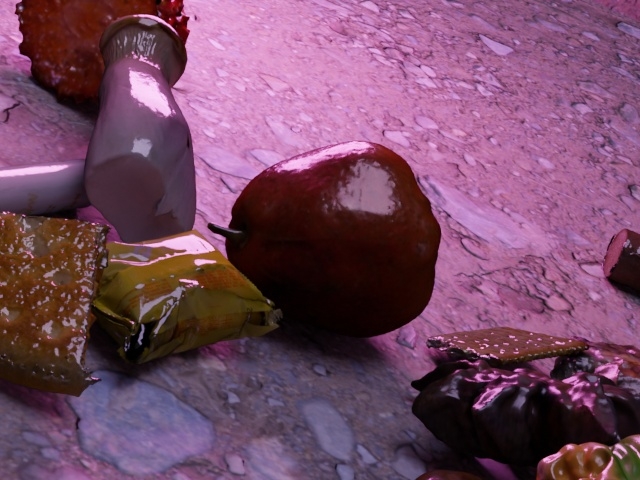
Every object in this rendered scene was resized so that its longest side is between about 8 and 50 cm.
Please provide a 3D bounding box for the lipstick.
[{"bbox_3d":[-0.346,-0.049,1.760,0.059,0.059,0.264,40,29,27],"label":"lipstick"}]

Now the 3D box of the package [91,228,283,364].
[{"bbox_3d":[-0.157,0.056,1.700,0.226,0.090,0.168,-11,47,-44],"label":"package"}]

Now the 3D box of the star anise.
[{"bbox_3d":[0.241,0.185,1.720,0.315,0.108,0.315,7,-5,1],"label":"star anise"}]

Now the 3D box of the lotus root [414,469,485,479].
[{"bbox_3d":[0.115,0.288,1.481,0.124,0.123,0.241,34,28,-4],"label":"lotus root"}]

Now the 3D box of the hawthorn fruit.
[{"bbox_3d":[0.000,0.000,1.832,0.261,0.224,0.224,-6,37,-22],"label":"hawthorn fruit"}]

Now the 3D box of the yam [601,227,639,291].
[{"bbox_3d":[0.468,0.038,2.330,0.127,0.084,0.084,19,26,-8],"label":"yam"}]

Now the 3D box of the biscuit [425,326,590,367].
[{"bbox_3d":[0.211,0.123,1.931,0.144,0.016,0.203,10,9,40],"label":"biscuit"}]

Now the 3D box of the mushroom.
[{"bbox_3d":[-0.206,-0.127,1.894,0.122,0.159,0.328,-1,41,-5],"label":"mushroom"}]

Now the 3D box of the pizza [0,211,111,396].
[{"bbox_3d":[-0.287,0.042,1.588,0.292,0.058,0.197,38,55,26],"label":"pizza"}]

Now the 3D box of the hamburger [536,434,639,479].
[{"bbox_3d":[0.269,0.295,1.518,0.149,0.237,0.237,-7,35,-12],"label":"hamburger"}]

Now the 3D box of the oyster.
[{"bbox_3d":[0.408,0.191,1.966,0.271,0.100,0.275,6,34,-8],"label":"oyster"}]

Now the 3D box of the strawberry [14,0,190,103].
[{"bbox_3d":[-0.267,-0.276,2.138,0.234,0.234,0.178,37,4,21],"label":"strawberry"}]
